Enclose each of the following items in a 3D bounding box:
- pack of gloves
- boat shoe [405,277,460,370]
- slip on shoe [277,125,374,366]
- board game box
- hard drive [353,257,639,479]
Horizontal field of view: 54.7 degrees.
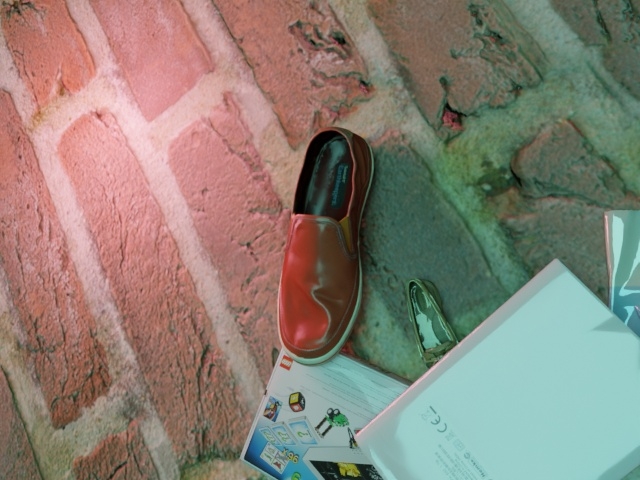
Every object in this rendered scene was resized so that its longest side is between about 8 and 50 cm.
[{"bbox_3d":[0.421,0.074,0.679,0.195,0.046,0.231,-2,81,24],"label":"pack of gloves"},{"bbox_3d":[0.145,0.121,0.791,0.056,0.048,0.152,-20,74,20],"label":"boat shoe"},{"bbox_3d":[0.000,0.000,0.829,0.123,0.101,0.331,6,78,24],"label":"slip on shoe"},{"bbox_3d":[0.059,0.264,0.805,0.305,0.053,0.192,21,90,25],"label":"board game box"},{"bbox_3d":[0.219,0.204,0.694,0.319,0.040,0.210,-44,66,10],"label":"hard drive"}]
